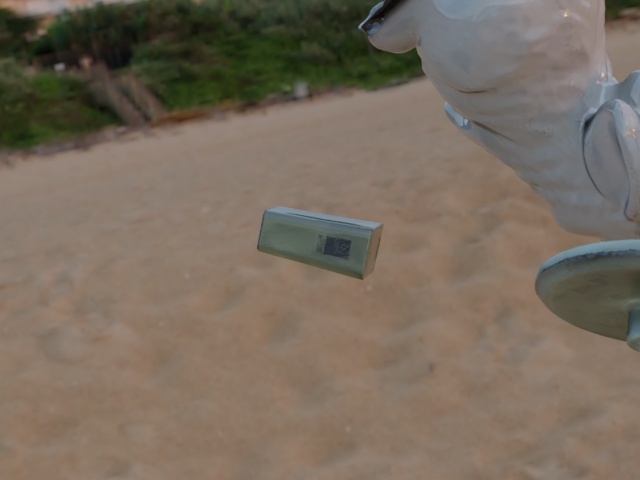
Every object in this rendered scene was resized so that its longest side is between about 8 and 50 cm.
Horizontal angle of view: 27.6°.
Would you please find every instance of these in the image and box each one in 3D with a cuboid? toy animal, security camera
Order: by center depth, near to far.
[{"bbox_3d":[0.278,0.074,0.834,0.301,0.080,0.157,18,-20,-14],"label":"security camera"},{"bbox_3d":[0.222,-0.141,1.192,0.194,0.357,0.258,-48,9,-34],"label":"toy animal"}]

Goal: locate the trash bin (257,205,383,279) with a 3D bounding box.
[{"bbox_3d":[0.000,0.000,1.077,0.092,0.043,0.061,12,9,11],"label":"trash bin"}]
